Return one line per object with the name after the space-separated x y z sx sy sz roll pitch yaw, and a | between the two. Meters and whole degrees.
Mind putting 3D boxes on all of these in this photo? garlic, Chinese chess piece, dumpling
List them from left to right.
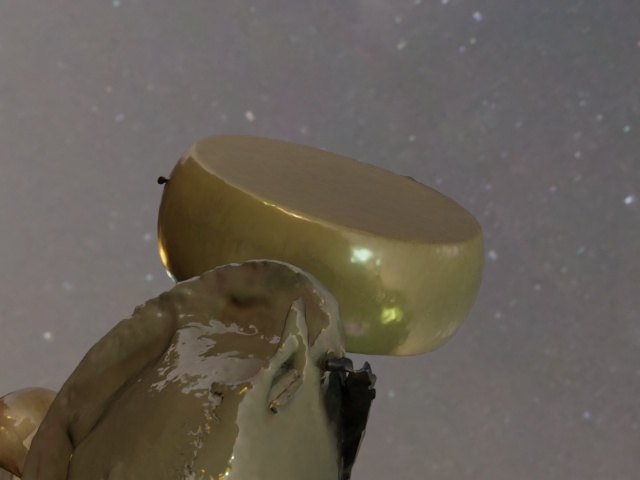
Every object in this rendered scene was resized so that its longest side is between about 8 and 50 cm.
-0.221 0.177 1.165 0.099 0.124 0.174 33 -4 27 | garlic
-0.076 0.151 0.883 0.163 0.293 0.204 27 -6 -22 | dumpling
0.000 0.000 1.153 0.273 0.273 0.102 31 -69 42 | Chinese chess piece
